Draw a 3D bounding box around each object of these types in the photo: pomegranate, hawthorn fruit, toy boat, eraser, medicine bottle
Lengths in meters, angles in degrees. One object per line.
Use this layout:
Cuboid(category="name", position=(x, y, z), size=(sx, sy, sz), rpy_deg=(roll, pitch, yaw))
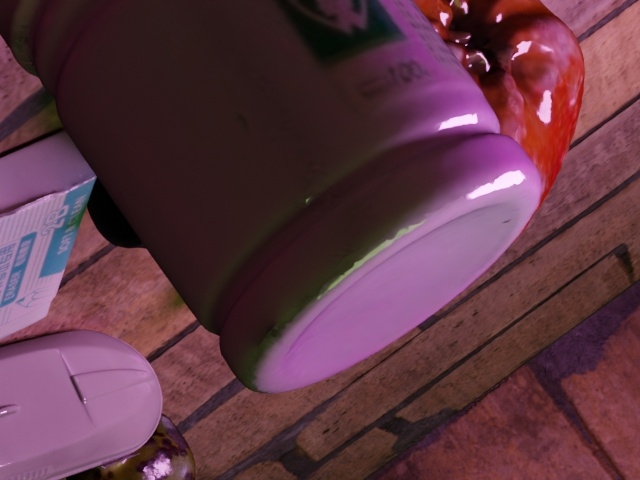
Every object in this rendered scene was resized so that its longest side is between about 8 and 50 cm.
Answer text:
Cuboid(category="pomegranate", position=(-0.212, 0.235, 2.108), size=(0.148, 0.148, 0.169), rpy_deg=(-35, 126, -2))
Cuboid(category="hawthorn fruit", position=(0.055, -0.096, 1.506), size=(0.284, 0.284, 0.284), rpy_deg=(-32, 163, -11))
Cuboid(category="toy boat", position=(-0.256, 0.161, 1.795), size=(0.141, 0.140, 0.269), rpy_deg=(-42, 164, 22))
Cuboid(category="eraser", position=(-0.242, 0.007, 1.531), size=(0.096, 0.052, 0.225), rpy_deg=(-28, 161, -31))
Cuboid(category="medicine bottle", position=(-0.045, -0.095, 1.159), size=(0.212, 0.325, 0.212), rpy_deg=(-33, 163, -12))

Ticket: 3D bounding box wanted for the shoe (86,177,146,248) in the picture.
Cuboid(category="shoe", position=(-0.138, -0.049, 1.497), size=(0.093, 0.108, 0.241), rpy_deg=(-32, 156, -8))
